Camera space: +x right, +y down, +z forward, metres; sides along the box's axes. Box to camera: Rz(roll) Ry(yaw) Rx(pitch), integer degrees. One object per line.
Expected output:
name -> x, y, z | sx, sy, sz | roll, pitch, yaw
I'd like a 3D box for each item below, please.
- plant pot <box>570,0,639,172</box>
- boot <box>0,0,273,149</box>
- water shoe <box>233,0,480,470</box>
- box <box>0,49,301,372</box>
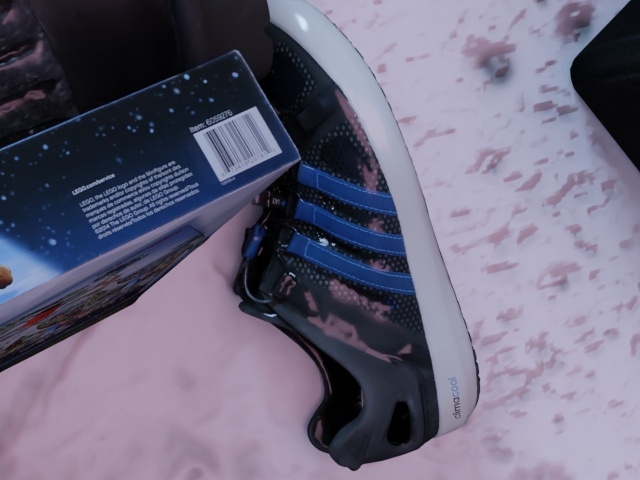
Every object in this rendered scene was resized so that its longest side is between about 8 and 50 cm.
plant pot -> 0.220, -0.072, 0.642 | 0.187, 0.167, 0.188 | -46, 108, -13
boot -> -0.184, -0.154, 0.499 | 0.260, 0.131, 0.348 | -24, 102, -18
water shoe -> 0.000, 0.000, 0.611 | 0.080, 0.073, 0.203 | -26, 102, -15
box -> -0.136, 0.027, 0.481 | 0.233, 0.159, 0.044 | -28, 86, -34
